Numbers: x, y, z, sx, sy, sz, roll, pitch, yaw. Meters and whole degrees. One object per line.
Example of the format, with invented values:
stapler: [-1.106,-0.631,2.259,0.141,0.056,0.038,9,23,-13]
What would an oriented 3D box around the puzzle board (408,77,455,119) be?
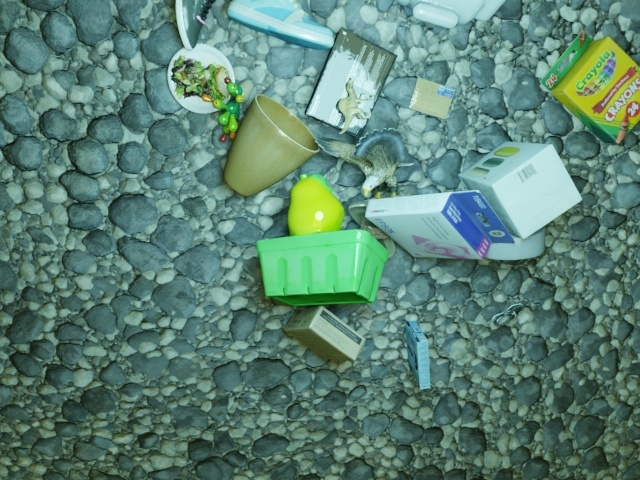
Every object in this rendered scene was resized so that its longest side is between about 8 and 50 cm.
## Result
puzzle board: [0.353,-0.450,1.367,0.128,0.011,0.096,14,103,-8]

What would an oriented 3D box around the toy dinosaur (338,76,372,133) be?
toy dinosaur: [0.096,-0.372,1.238,0.093,0.053,0.183,11,77,-10]

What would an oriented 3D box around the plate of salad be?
plate of salad: [-0.359,-0.484,1.291,0.200,0.048,0.199,-1,106,-3]

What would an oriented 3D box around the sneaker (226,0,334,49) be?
sneaker: [-0.089,-0.674,1.197,0.319,0.127,0.208,21,103,2]

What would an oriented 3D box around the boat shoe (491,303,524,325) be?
boat shoe: [0.693,0.274,1.577,0.125,0.038,0.046,-26,106,4]

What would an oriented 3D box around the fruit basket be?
fruit basket: [0.000,0.000,1.312,0.392,0.392,0.283,-41,148,8]

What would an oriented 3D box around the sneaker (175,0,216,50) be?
sneaker: [-0.314,-0.684,1.207,0.147,0.104,0.295,8,101,-1]

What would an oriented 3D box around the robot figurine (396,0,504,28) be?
robot figurine: [0.339,-0.731,1.189,0.354,0.200,0.299,15,77,-8]

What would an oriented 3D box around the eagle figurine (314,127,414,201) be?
eagle figurine: [0.155,-0.229,1.287,0.226,0.225,0.298,-28,122,12]

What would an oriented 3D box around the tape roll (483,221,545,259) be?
tape roll: [0.609,-0.005,1.400,0.219,0.219,0.072,-8,107,-2]

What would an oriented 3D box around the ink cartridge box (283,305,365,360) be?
ink cartridge box: [0.008,0.314,1.442,0.193,0.235,0.088,38,64,-14]

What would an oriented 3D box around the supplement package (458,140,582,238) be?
supplement package: [0.601,-0.167,1.331,0.199,0.262,0.198,-35,104,6]

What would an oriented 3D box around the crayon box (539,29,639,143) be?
crayon box: [0.884,-0.482,1.357,0.319,0.081,0.202,34,101,-12]

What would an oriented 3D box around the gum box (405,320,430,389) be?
gum box: [0.345,0.403,1.528,0.041,0.157,0.184,-7,105,-2]

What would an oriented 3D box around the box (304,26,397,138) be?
box: [0.085,-0.467,1.297,0.184,0.103,0.261,22,103,-14]

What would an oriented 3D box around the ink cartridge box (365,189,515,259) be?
ink cartridge box: [0.353,-0.032,1.266,0.324,0.330,0.071,34,66,-43]

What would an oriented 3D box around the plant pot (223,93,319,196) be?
plant pot: [-0.173,-0.259,1.289,0.237,0.237,0.254,40,113,-13]

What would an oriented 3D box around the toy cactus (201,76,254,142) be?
toy cactus: [-0.262,-0.408,1.275,0.112,0.219,0.180,23,62,7]

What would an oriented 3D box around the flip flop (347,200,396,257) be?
flip flop: [0.170,-0.022,1.390,0.112,0.080,0.277,-6,135,26]
